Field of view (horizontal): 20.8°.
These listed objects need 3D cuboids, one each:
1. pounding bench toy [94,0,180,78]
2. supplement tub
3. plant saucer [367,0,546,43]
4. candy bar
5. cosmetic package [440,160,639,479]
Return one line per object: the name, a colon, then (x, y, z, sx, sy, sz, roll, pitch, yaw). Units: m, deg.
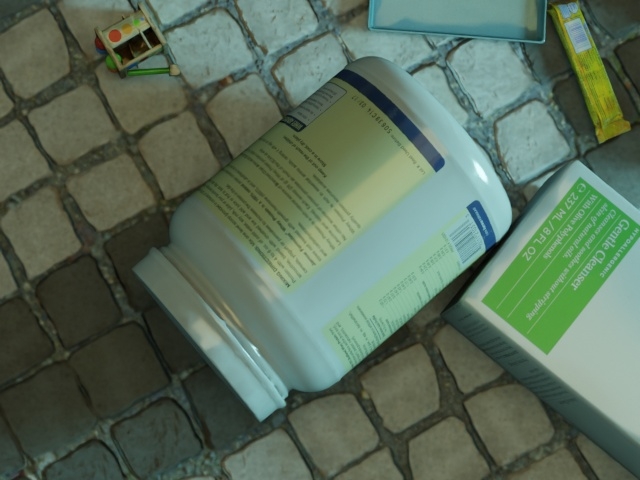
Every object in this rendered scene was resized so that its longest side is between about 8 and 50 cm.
pounding bench toy: (-0.193, -0.194, 1.824, 0.065, 0.052, 0.083, -31, 87, -6)
supplement tub: (0.000, 0.000, 1.726, 0.325, 0.235, 0.235, -40, 88, -7)
plant saucer: (0.146, -0.249, 1.871, 0.192, 0.018, 0.067, 4, 84, -3)
candy bar: (0.287, -0.185, 1.873, 0.040, 0.018, 0.161, -21, 86, -9)
cosmetic package: (0.327, 0.113, 1.779, 0.365, 0.155, 0.197, 38, 81, 2)
